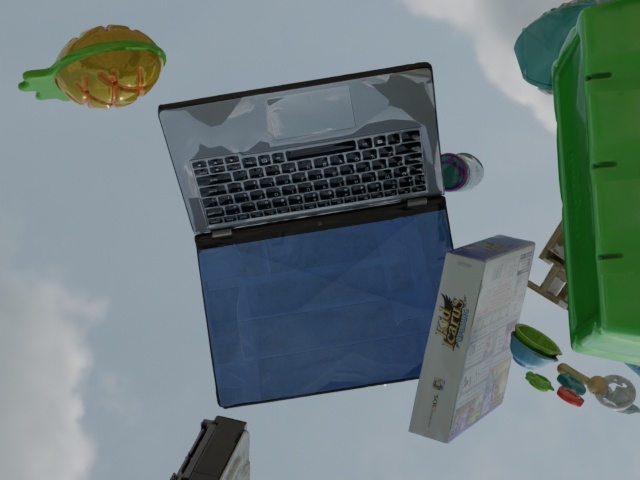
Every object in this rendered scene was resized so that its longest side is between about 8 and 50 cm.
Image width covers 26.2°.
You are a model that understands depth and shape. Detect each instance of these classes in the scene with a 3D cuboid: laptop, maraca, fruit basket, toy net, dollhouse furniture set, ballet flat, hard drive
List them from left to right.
[{"bbox_3d":[-0.278,-0.206,1.683,0.127,0.186,0.099,35,-137,-66],"label":"maraca"},{"bbox_3d":[-0.146,0.410,1.648,0.064,0.338,0.237,10,-147,12],"label":"hard drive"},{"bbox_3d":[0.000,0.000,1.948,0.382,0.408,0.236,-9,-133,2],"label":"laptop"},{"bbox_3d":[0.419,0.001,2.262,0.161,0.212,0.242,34,-177,33],"label":"dollhouse furniture set"},{"bbox_3d":[0.353,0.185,1.829,0.232,0.045,0.122,22,-165,-25],"label":"toy net"},{"bbox_3d":[0.436,-0.268,1.813,0.147,0.409,0.147,4,-97,-34],"label":"ballet flat"},{"bbox_3d":[0.409,-0.058,1.230,0.392,0.392,0.283,34,171,6],"label":"fruit basket"}]

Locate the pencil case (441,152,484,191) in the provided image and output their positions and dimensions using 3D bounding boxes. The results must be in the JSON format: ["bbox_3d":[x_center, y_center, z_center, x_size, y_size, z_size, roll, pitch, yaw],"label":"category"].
[{"bbox_3d":[0.222,-0.112,2.255,0.070,0.064,0.152,21,-171,14],"label":"pencil case"}]

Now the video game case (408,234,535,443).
[{"bbox_3d":[0.208,0.125,1.861,0.061,0.244,0.269,13,-170,21],"label":"video game case"}]

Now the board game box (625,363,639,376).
[{"bbox_3d":[0.584,0.200,1.781,0.336,0.254,0.079,42,-117,5],"label":"board game box"}]
